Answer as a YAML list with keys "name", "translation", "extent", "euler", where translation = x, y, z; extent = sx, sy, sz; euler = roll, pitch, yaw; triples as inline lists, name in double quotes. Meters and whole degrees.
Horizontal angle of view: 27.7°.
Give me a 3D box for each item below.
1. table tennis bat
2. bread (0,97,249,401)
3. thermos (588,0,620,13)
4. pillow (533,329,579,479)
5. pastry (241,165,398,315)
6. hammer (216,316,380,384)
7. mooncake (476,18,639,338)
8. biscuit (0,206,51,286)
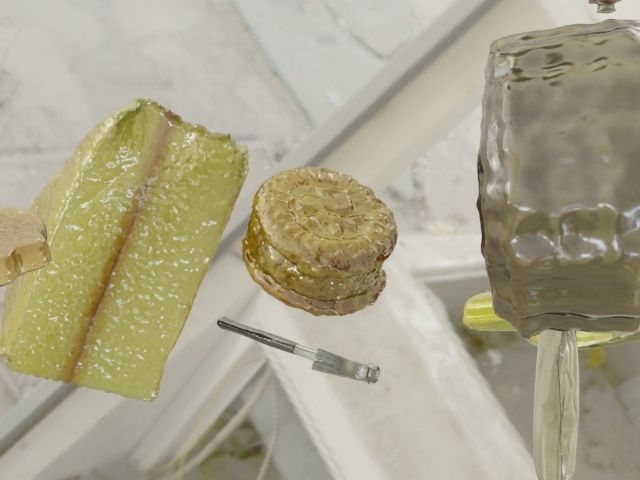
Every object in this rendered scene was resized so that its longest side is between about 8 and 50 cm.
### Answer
- name: "table tennis bat"
  translation: [0.330, 0.093, 1.701]
  extent: [0.224, 0.369, 0.054]
  euler: [-21, 101, -37]
- name: "bread"
  translation: [-0.251, 0.011, 1.683]
  extent: [0.233, 0.361, 0.245]
  euler: [15, 54, -22]
- name: "thermos"
  translation: [0.319, -0.376, 1.478]
  extent: [0.099, 0.232, 0.124]
  euler: [-5, 12, 5]
- name: "pillow"
  translation: [0.208, 0.132, 1.149]
  extent: [0.038, 0.232, 0.130]
  euler: [-1, 34, 7]
- name: "pastry"
  translation: [0.000, 0.000, 1.578]
  extent: [0.189, 0.103, 0.189]
  euler: [11, 40, -9]
- name: "hammer"
  translation: [-0.046, 0.138, 1.707]
  extent: [0.103, 0.246, 0.029]
  euler: [20, 87, -55]
- name: "mooncake"
  translation: [0.172, -0.043, 0.921]
  extent: [0.124, 0.228, 0.228]
  euler: [0, 50, 6]
- name: "biscuit"
  translation: [-0.302, 0.009, 0.964]
  extent: [0.225, 0.036, 0.166]
  euler: [-2, 19, 9]
